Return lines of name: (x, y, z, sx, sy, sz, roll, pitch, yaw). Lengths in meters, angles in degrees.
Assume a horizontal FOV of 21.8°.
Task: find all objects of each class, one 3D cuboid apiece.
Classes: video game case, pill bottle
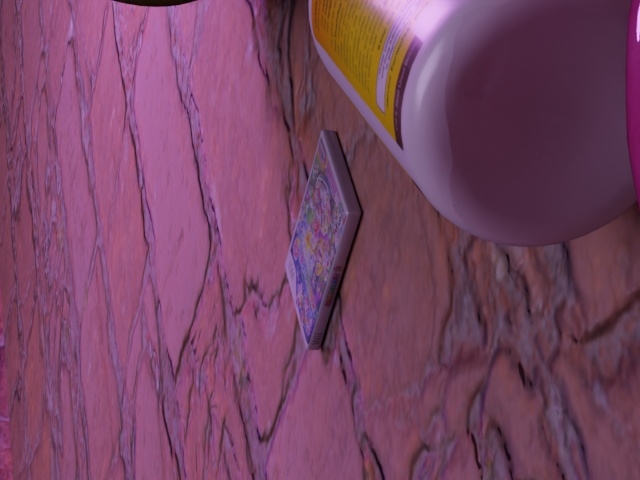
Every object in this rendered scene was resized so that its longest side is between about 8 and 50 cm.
video game case: (0.000, 0.000, 1.111, 0.087, 0.011, 0.122, -106, 25, -47)
pill bottle: (0.064, -0.090, 0.724, 0.215, 0.117, 0.117, -121, 37, -61)

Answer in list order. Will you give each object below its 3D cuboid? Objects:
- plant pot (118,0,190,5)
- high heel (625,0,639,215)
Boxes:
plant pot: (-0.122, -0.277, 1.186, 0.293, 0.275, 0.275, 109, 161, -81)
high heel: (0.128, 0.032, 0.560, 0.117, 0.082, 0.244, -42, 60, 54)
